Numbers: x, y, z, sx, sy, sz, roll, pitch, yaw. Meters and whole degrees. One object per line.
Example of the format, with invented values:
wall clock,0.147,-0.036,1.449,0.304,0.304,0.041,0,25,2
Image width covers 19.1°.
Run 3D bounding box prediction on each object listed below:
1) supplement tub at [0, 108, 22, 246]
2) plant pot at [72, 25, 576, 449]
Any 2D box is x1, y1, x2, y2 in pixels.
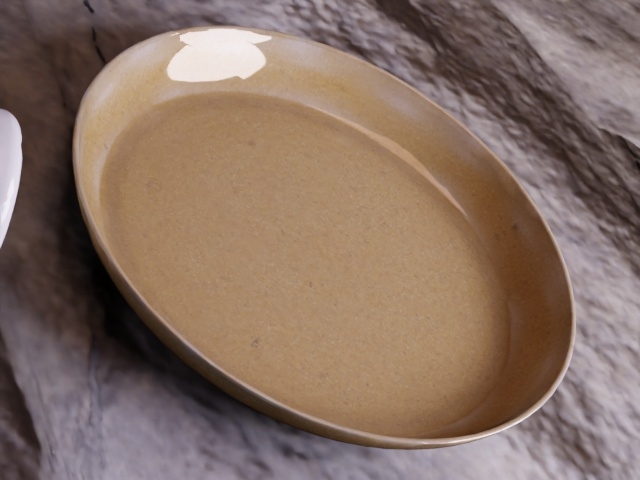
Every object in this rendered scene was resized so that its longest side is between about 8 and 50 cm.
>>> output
supplement tub,-0.170,-0.027,0.700,0.107,0.071,0.071,13,43,-23
plant pot,0.000,0.000,0.819,0.236,0.032,0.236,20,40,-17
